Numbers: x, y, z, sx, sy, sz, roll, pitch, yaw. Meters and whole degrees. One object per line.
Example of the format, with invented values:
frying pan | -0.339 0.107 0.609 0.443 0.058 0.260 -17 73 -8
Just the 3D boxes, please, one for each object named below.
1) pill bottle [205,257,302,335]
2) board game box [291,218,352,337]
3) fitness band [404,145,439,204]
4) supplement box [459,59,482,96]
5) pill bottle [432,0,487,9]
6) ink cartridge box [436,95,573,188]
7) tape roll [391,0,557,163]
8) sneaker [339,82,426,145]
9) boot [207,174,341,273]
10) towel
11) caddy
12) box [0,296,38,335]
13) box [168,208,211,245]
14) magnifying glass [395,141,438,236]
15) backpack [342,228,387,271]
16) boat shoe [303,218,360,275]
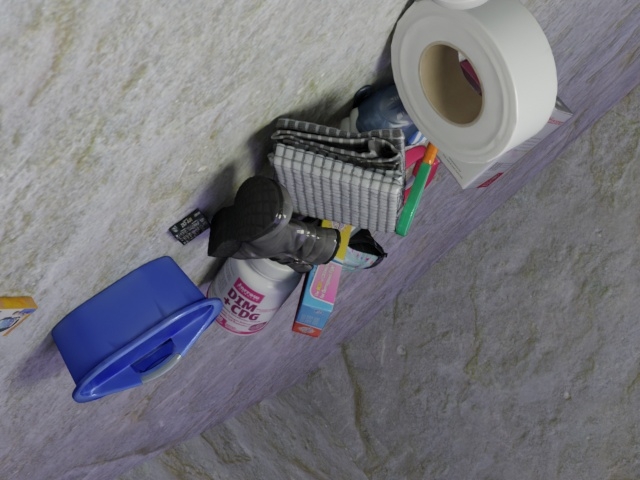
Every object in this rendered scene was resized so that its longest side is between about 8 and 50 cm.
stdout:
pill bottle | -0.135 0.079 2.120 0.160 0.160 0.283 -26 162 -38
board game box | 0.015 0.028 2.092 0.242 0.064 0.316 111 -6 -70
fitness band | 0.192 -0.141 2.439 0.209 0.054 0.291 -31 165 -12
supplement box | 0.318 -0.313 2.081 0.104 0.081 0.188 -28 165 -29
pill bottle | 0.171 -0.402 1.219 0.162 0.162 0.278 -37 167 5
ink cartridge box | 0.475 -0.275 2.505 0.306 0.131 0.226 -43 165 21
tape roll | 0.245 -0.274 1.590 0.100 0.286 0.286 -30 166 -27
sneaker | 0.139 -0.220 1.893 0.236 0.130 0.323 -32 172 17
boot | -0.057 -0.023 1.773 0.222 0.118 0.338 12 168 -21
towel | 0.037 -0.120 1.721 0.284 0.235 0.121 77 28 -73
caddy | -0.354 0.189 1.908 0.341 0.179 0.241 -34 168 -9
box | -0.529 0.125 1.572 0.081 0.028 0.136 -39 168 13
box | -0.241 -0.024 1.803 0.067 0.018 0.083 -36 167 -2
magnifying glass | 0.186 -0.117 1.770 0.092 0.026 0.231 -13 122 -81
backpack | 0.063 0.011 2.438 0.115 0.152 0.182 -51 150 20
boat shoe | 0.000 0.000 2.295 0.319 0.116 0.099 -40 164 -7
